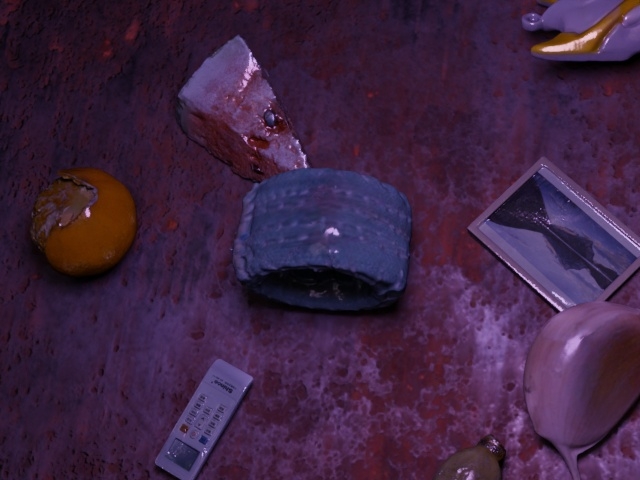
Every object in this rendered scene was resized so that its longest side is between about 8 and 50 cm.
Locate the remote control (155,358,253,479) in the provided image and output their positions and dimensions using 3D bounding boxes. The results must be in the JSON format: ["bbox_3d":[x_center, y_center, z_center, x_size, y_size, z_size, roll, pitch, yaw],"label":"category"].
[{"bbox_3d":[-0.151,0.238,1.808,0.061,0.029,0.162,28,81,21],"label":"remote control"}]

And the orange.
[{"bbox_3d":[-0.327,-0.029,1.891,0.157,0.134,0.156,0,61,0],"label":"orange"}]

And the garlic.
[{"bbox_3d":[0.316,0.184,1.710,0.148,0.128,0.266,32,87,24],"label":"garlic"}]

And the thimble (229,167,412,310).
[{"bbox_3d":[0.000,0.000,1.780,0.235,0.198,0.143,4,68,6],"label":"thimble"}]

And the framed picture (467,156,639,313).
[{"bbox_3d":[0.316,0.001,1.820,0.150,0.015,0.203,-42,68,-8],"label":"framed picture"}]

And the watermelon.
[{"bbox_3d":[-0.096,-0.160,1.931,0.154,0.094,0.241,-42,70,1],"label":"watermelon"}]

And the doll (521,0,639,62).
[{"bbox_3d":[0.432,-0.287,1.867,0.316,0.103,0.145,7,66,7],"label":"doll"}]

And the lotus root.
[{"bbox_3d":[0.174,0.319,1.688,0.090,0.077,0.183,25,77,18],"label":"lotus root"}]
